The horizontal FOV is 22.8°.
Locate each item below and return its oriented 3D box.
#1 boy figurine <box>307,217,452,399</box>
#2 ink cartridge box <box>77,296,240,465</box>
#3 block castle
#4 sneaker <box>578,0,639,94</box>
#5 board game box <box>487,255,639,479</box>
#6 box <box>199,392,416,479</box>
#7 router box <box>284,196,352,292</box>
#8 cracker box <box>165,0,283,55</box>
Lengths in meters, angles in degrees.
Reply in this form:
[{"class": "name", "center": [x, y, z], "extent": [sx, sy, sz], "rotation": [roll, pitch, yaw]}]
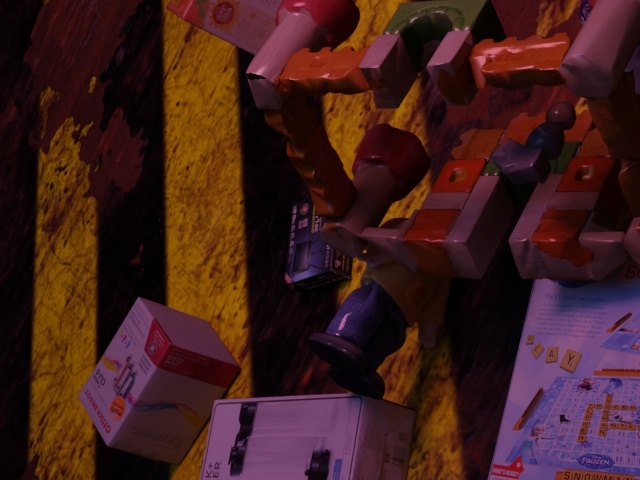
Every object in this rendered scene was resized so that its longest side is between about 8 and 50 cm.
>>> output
[{"class": "boy figurine", "center": [0.106, 0.051, 1.838], "extent": [0.092, 0.177, 0.285], "rotation": [16, 56, 44]}, {"class": "ink cartridge box", "center": [-0.224, 0.195, 2.176], "extent": [0.176, 0.127, 0.128], "rotation": [-58, 39, 13]}, {"class": "block castle", "center": [0.177, -0.139, 1.634], "extent": [0.453, 0.303, 0.213], "rotation": [1, 44, 36]}, {"class": "sneaker", "center": [0.317, -0.214, 1.757], "extent": [0.083, 0.098, 0.224], "rotation": [-24, 55, 42]}, {"class": "board game box", "center": [0.326, 0.153, 1.590], "extent": [0.318, 0.066, 0.318], "rotation": [3, 74, 51]}, {"class": "box", "center": [-0.025, 0.279, 1.930], "extent": [0.290, 0.087, 0.169], "rotation": [-8, 66, 48]}, {"class": "router box", "center": [0.000, 0.000, 2.078], "extent": [0.092, 0.038, 0.122], "rotation": [-19, 58, 43]}, {"class": "cracker box", "center": [-0.076, -0.335, 2.178], "extent": [0.156, 0.232, 0.067], "rotation": [-61, 37, 8]}]
